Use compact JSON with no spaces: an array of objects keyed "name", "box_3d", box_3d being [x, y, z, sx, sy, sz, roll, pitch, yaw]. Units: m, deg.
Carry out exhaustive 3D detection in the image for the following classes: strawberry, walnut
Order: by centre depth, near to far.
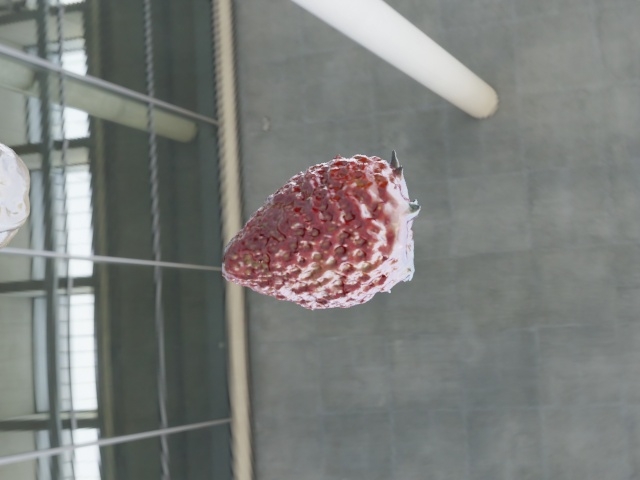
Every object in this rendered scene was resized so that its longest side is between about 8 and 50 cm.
[{"name":"strawberry","box_3d":[0.002,-0.005,0.878,0.148,0.131,0.131,4,-92,1]},{"name":"walnut","box_3d":[-0.381,-0.045,1.166,0.140,0.162,0.140,5,-80,26]}]
